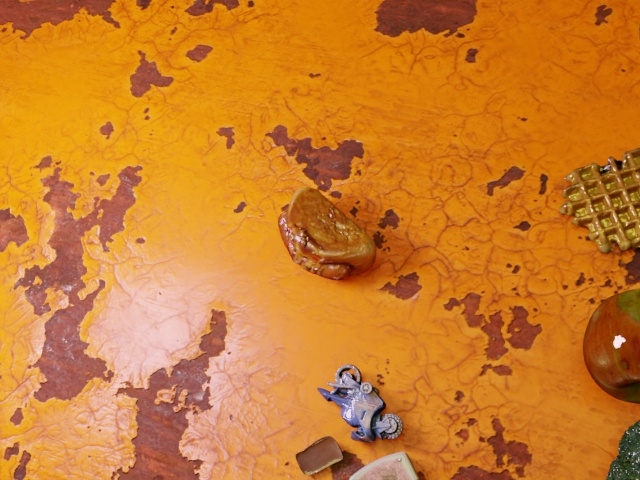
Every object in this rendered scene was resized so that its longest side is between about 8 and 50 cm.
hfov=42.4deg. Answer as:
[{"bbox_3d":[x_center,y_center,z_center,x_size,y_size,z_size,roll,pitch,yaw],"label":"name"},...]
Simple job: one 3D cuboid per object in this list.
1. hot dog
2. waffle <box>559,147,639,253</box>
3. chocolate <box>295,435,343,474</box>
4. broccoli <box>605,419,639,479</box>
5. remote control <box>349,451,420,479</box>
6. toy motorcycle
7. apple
[{"bbox_3d":[0.000,0.000,1.957,0.153,0.150,0.257,-40,66,-17],"label":"hot dog"},{"bbox_3d":[0.706,-0.110,1.900,0.283,0.065,0.309,26,74,20],"label":"waffle"},{"bbox_3d":[-0.002,0.474,1.816,0.101,0.031,0.064,-32,82,1],"label":"chocolate"},{"bbox_3d":[0.694,0.454,1.573,0.275,0.308,0.307,27,72,-15],"label":"broccoli"},{"bbox_3d":[0.187,0.616,1.705,0.145,0.050,0.344,-25,64,0],"label":"remote control"},{"bbox_3d":[0.088,0.372,1.822,0.114,0.076,0.205,-42,65,0],"label":"toy motorcycle"},{"bbox_3d":[0.663,0.209,1.675,0.246,0.246,0.226,7,61,15],"label":"apple"}]
